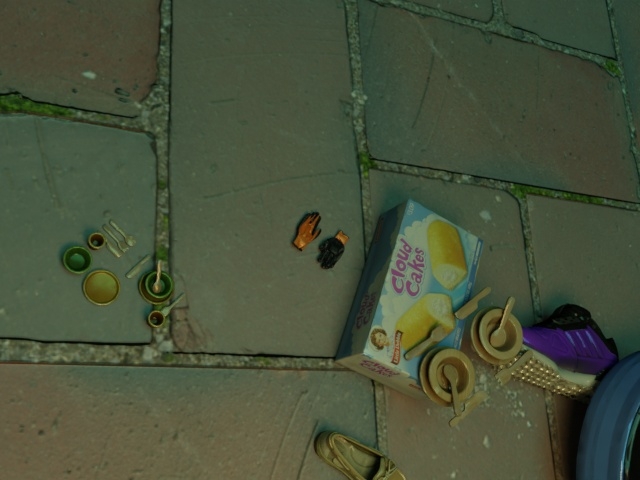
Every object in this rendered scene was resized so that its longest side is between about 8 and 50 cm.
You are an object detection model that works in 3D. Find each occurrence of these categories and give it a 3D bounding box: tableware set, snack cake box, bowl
[{"bbox_3d":[-0.256,0.050,0.980,0.154,0.024,0.104,48,59,-6],"label":"tableware set"},{"bbox_3d":[0.139,0.089,1.138,0.152,0.089,0.264,28,62,-18],"label":"snack cake box"},{"bbox_3d":[0.574,0.374,1.221,0.391,0.077,0.391,3,85,-33],"label":"bowl"},{"bbox_3d":[0.225,0.164,1.071,0.194,0.039,0.128,-34,90,-27],"label":"tableware set"}]

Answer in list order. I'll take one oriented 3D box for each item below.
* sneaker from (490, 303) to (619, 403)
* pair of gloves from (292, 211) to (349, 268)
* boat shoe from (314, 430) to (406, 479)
[{"bbox_3d":[0.388,0.167,1.240,0.293,0.102,0.146,25,63,-27],"label":"sneaker"},{"bbox_3d":[0.000,0.000,1.140,0.083,0.010,0.074,39,58,-14],"label":"pair of gloves"},{"bbox_3d":[0.064,0.314,1.044,0.153,0.048,0.056,38,60,-12],"label":"boat shoe"}]
